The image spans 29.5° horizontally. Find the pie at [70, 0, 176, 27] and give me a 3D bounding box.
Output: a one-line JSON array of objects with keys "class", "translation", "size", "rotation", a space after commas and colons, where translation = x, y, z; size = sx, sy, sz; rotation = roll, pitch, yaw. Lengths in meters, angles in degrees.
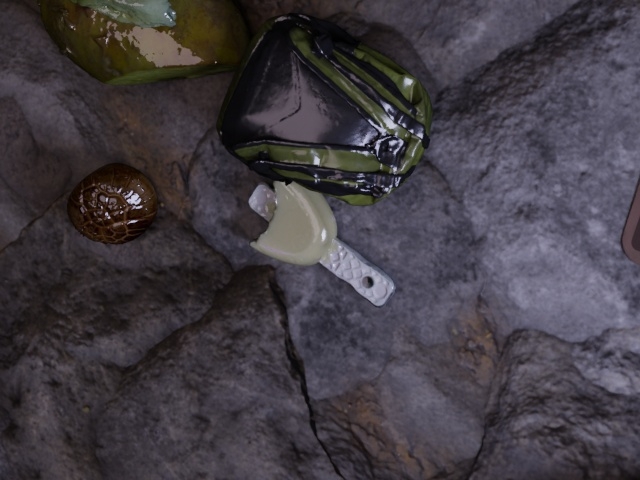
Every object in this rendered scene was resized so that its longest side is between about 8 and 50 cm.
[{"class": "pie", "translation": [-0.220, -0.381, 1.495], "size": [0.303, 0.302, 0.067], "rotation": [25, 150, 15]}]

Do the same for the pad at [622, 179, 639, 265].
[{"class": "pad", "translation": [0.450, -0.075, 1.375], "size": [0.176, 0.002, 0.266], "rotation": [26, 109, 36]}]

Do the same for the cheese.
[{"class": "cheese", "translation": [0.000, 0.000, 1.566], "size": [0.235, 0.050, 0.127], "rotation": [36, 109, 12]}]

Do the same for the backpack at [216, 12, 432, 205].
[{"class": "backpack", "translation": [0.010, -0.153, 1.485], "size": [0.253, 0.140, 0.207], "rotation": [25, 100, 3]}]

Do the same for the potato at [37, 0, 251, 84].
[{"class": "potato", "translation": [-0.226, -0.277, 1.557], "size": [0.298, 0.141, 0.176], "rotation": [20, 102, 17]}]

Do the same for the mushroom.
[{"class": "mushroom", "translation": [-0.283, -0.048, 1.647], "size": [0.109, 0.085, 0.126], "rotation": [44, 116, 8]}]
